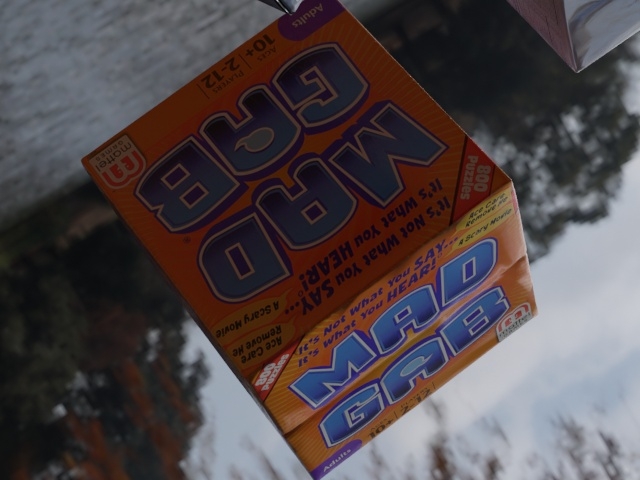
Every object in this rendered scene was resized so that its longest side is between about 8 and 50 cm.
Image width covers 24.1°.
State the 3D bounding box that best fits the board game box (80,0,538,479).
[{"bbox_3d":[0.000,0.000,1.795,0.356,0.356,0.356,-36,151,-7],"label":"board game box"}]

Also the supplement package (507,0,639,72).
[{"bbox_3d":[0.292,-0.338,1.652,0.194,0.203,0.149,-34,148,-4],"label":"supplement package"}]

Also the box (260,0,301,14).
[{"bbox_3d":[-0.047,-0.329,1.316,0.220,0.175,0.051,-60,156,-4],"label":"box"}]
